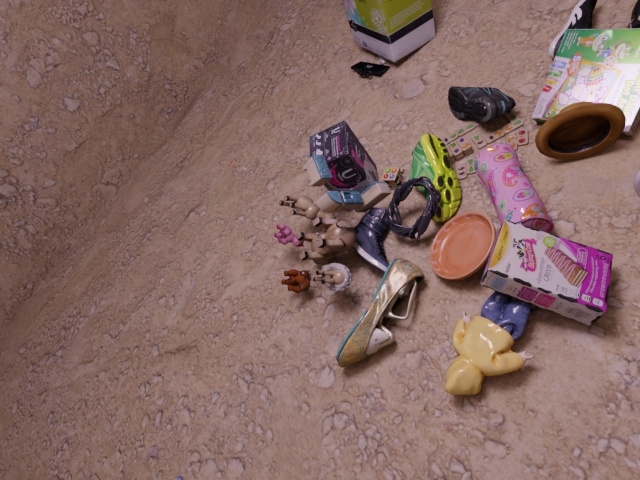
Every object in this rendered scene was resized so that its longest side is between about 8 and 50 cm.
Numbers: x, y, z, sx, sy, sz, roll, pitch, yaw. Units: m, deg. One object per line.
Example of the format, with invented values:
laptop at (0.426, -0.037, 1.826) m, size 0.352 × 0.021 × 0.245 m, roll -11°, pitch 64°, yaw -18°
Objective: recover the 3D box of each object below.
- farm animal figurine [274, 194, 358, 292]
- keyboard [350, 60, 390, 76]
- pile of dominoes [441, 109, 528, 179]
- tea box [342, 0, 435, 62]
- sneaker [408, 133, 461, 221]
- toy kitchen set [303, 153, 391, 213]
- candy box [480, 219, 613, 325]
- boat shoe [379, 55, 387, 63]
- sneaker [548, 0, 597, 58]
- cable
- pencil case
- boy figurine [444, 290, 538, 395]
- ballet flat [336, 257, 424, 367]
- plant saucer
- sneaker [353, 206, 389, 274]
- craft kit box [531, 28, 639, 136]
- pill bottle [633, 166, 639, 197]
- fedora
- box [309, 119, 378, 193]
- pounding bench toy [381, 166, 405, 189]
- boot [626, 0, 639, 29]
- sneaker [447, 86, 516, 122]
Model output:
farm animal figurine at (0.000, 0.000, 1.275) m, size 0.326 × 0.172 × 0.330 m, roll -12°, pitch 77°, yaw 54°
keyboard at (0.206, -0.735, 1.745) m, size 0.100 × 0.038 × 0.192 m, roll -34°, pitch 41°, yaw -19°
pile of dominoes at (0.498, -0.317, 1.244) m, size 0.251 × 0.040 × 0.196 m, roll -29°, pitch 48°, yaw 18°
tea box at (0.260, -0.956, 1.618) m, size 0.220 × 0.323 × 0.329 m, roll -33°, pitch 45°, yaw -5°
sneaker at (0.346, -0.183, 1.239) m, size 0.123 × 0.109 × 0.296 m, roll 133°, pitch 139°, yaw -57°
toy kitchen set at (0.080, -0.184, 1.217) m, size 0.122 × 0.207 × 0.166 m, roll -37°, pitch 68°, yaw 43°
candy box at (0.498, 0.064, 0.890) m, size 0.233 × 0.071 × 0.159 m, roll 20°, pitch 58°, yaw 19°
boat shoe at (0.265, -0.803, 1.735) m, size 0.035 × 0.035 × 0.100 m, roll -14°, pitch 54°, yaw 28°
sneaker at (0.808, -0.637, 1.215) m, size 0.121 × 0.079 × 0.217 m, roll 35°, pitch 93°, yaw 41°
cable at (0.267, -0.101, 1.172) m, size 0.150 × 0.047 × 0.185 m, roll 35°, pitch 113°, yaw 45°
pencil case at (0.500, -0.124, 1.062) m, size 0.124 × 0.124 × 0.284 m, roll -22°, pitch 52°, yaw 23°
boy figurine at (0.388, 0.240, 0.922) m, size 0.177 × 0.092 × 0.285 m, roll 27°, pitch 80°, yaw 42°
ballet flat at (0.171, 0.209, 1.090) m, size 0.123 × 0.123 × 0.349 m, roll 24°, pitch 77°, yaw 43°
plant saucer at (0.381, 0.017, 1.073) m, size 0.200 × 0.037 × 0.200 m, roll -41°, pitch 32°, yaw 33°
sneaker at (0.182, -0.008, 1.235) m, size 0.163 × 0.086 × 0.226 m, roll -46°, pitch 45°, yaw 5°
craft kit box at (0.734, -0.423, 1.064) m, size 0.246 × 0.061 × 0.250 m, roll 27°, pitch 107°, yaw 41°
pill bottle at (0.834, -0.220, 0.836) m, size 0.188 × 0.188 × 0.334 m, roll 30°, pitch 81°, yaw 44°
fedora at (0.651, -0.291, 1.022) m, size 0.194 × 0.194 × 0.079 m, roll -10°, pitch 51°, yaw 31°
box at (0.086, -0.244, 1.346) m, size 0.142 × 0.247 × 0.163 m, roll -21°, pitch 51°, yaw 25°
pounding bench toy at (0.247, -0.222, 1.344) m, size 0.052 × 0.065 × 0.083 m, roll 7°, pitch 66°, yaw 39°
boot at (0.877, -0.658, 1.026) m, size 0.138 × 0.284 × 0.377 m, roll 25°, pitch 78°, yaw 43°
sneaker at (0.505, -0.441, 1.289) m, size 0.106 × 0.101 × 0.267 m, roll -19°, pitch 35°, yaw -7°
